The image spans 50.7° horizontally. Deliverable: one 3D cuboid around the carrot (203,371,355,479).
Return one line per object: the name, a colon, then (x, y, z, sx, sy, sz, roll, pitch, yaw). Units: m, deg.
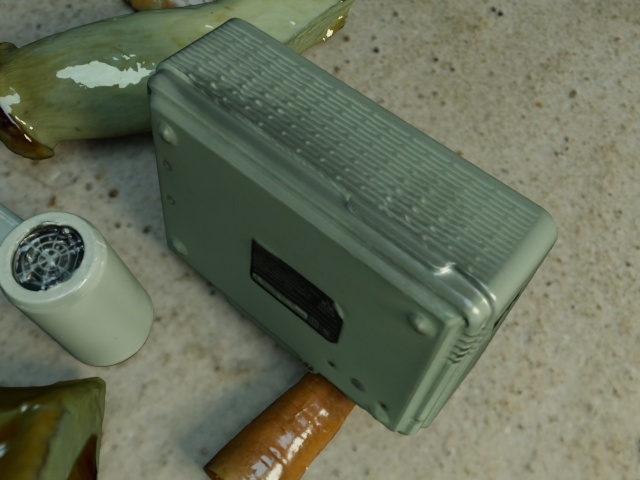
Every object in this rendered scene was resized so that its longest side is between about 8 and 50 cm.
carrot: (0.006, 0.117, 0.523, 0.061, 0.061, 0.209, 44, 65, 6)

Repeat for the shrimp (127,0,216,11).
shrimp: (-0.157, -0.295, 0.637, 0.115, 0.051, 0.217, -25, 80, -16)

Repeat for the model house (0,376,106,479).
model house: (-0.260, 0.197, 0.389, 0.239, 0.174, 0.268, 1, 28, -5)

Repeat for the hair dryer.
hair dryer: (-0.230, -0.011, 0.493, 0.236, 0.131, 0.073, 36, 70, 17)

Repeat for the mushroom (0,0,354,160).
mushroom: (-0.114, -0.153, 0.577, 0.333, 0.087, 0.107, -18, 74, -19)

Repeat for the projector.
projector: (0.000, 0.000, 0.458, 0.256, 0.192, 0.099, 36, 59, 18)
